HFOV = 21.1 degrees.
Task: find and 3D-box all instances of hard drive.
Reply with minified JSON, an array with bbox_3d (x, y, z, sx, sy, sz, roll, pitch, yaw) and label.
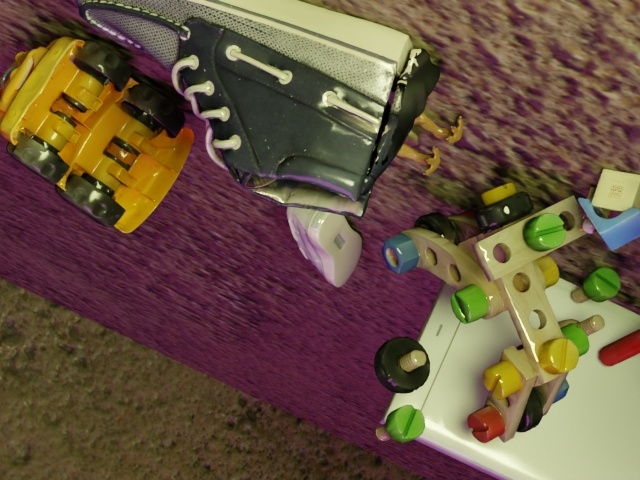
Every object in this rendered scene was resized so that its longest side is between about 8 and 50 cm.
[{"bbox_3d":[0.274,0.172,1.914,0.353,0.233,0.047,25,166,0],"label":"hard drive"}]

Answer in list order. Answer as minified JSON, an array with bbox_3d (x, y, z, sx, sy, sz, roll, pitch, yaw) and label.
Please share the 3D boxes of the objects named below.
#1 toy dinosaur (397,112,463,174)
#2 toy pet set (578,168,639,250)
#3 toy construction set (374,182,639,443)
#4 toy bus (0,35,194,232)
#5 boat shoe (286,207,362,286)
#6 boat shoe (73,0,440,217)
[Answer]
[{"bbox_3d":[0.076,-0.105,1.619,0.112,0.064,0.211,26,-178,27],"label":"toy dinosaur"},{"bbox_3d":[0.293,-0.012,1.602,0.122,0.065,0.114,12,163,30],"label":"toy pet set"},{"bbox_3d":[0.231,0.065,1.740,0.309,0.257,0.237,5,160,-24],"label":"toy construction set"},{"bbox_3d":[-0.277,-0.136,1.834,0.211,0.149,0.220,30,172,40],"label":"toy bus"},{"bbox_3d":[0.000,0.000,2.069,0.063,0.066,0.184,30,173,23],"label":"boat shoe"},{"bbox_3d":[-0.081,-0.133,1.487,0.341,0.158,0.127,17,165,14],"label":"boat shoe"}]
